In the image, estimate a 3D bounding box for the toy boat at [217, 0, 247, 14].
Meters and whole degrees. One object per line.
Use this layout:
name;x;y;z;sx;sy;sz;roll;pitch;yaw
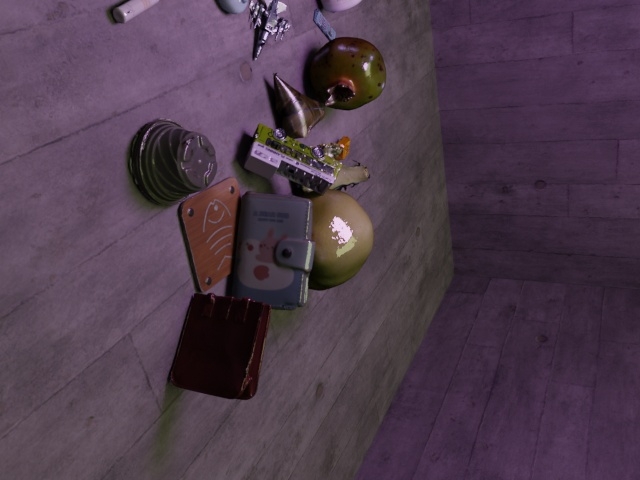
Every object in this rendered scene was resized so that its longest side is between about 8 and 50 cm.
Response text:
toy boat;-0.260;-0.774;1.678;0.134;0.078;0.208;-38;124;-58

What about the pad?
pad;-0.309;-0.024;1.731;0.286;0.018;0.284;-42;129;-55

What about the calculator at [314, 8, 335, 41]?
calculator;0.019;-0.844;2.258;0.172;0.018;0.057;29;69;-61

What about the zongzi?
zongzi;-0.081;-0.499;2.018;0.221;0.112;0.242;-52;129;-50

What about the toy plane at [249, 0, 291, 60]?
toy plane;-0.169;-0.695;1.852;0.159;0.082;0.234;21;72;-33

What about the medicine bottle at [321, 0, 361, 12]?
medicine bottle;0.051;-1.023;2.135;0.170;0.170;0.293;-61;144;-39

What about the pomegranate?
pomegranate;0.110;-0.593;2.134;0.291;0.290;0.324;50;23;-52

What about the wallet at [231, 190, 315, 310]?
wallet;-0.142;0.032;1.778;0.083;0.252;0.361;19;77;-78

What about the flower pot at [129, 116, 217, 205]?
flower pot;-0.360;-0.204;1.484;0.235;0.140;0.236;-3;94;-61

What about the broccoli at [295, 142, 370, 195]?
broccoli;0.035;-0.262;2.147;0.180;0.272;0.243;-106;-173;-67

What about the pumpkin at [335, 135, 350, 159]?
pumpkin;0.089;-0.388;2.400;0.074;0.053;0.083;-49;156;-44

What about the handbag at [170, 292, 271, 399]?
handbag;-0.271;0.286;1.577;0.084;0.259;0.276;35;61;-55

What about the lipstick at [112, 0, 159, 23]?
lipstick;-0.445;-0.568;1.386;0.141;0.040;0.040;-58;141;-41

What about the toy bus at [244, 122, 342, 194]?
toy bus;-0.089;-0.251;1.841;0.113;0.301;0.139;135;-24;-60

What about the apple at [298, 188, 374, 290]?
apple;0.000;0.000;1.970;0.357;0.357;0.358;-11;103;-61
